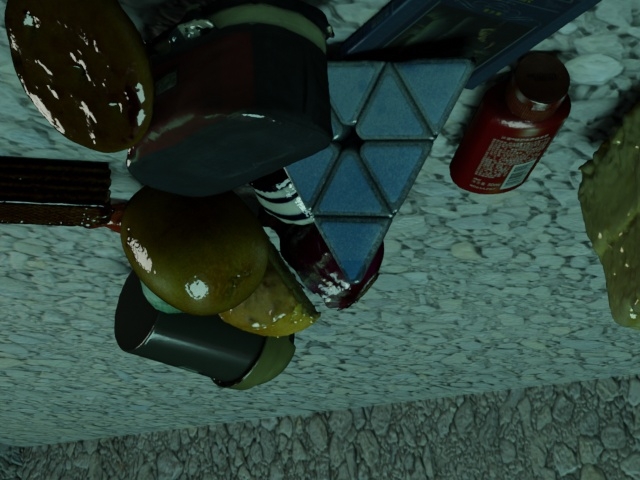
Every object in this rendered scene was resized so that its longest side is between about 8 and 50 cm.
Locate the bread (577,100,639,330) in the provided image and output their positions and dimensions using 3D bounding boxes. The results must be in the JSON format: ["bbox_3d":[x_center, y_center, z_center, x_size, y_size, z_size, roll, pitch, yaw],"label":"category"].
[{"bbox_3d":[0.576,-0.040,1.732,0.390,0.279,0.371,5,151,-13],"label":"bread"}]

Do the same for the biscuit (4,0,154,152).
[{"bbox_3d":[-0.261,-0.188,1.419,0.212,0.212,0.036,-22,-167,47],"label":"biscuit"}]

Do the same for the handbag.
[{"bbox_3d":[-0.110,-0.169,1.477,0.181,0.181,0.254,16,153,-40],"label":"handbag"}]

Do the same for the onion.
[{"bbox_3d":[0.000,0.000,2.102,0.140,0.218,0.195,-50,177,16],"label":"onion"}]

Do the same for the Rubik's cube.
[{"bbox_3d":[0.063,-0.130,1.632,0.233,0.228,0.228,-28,130,-11],"label":"Rubik's cube"}]

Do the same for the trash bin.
[{"bbox_3d":[-0.194,0.156,2.442,0.334,0.214,0.214,20,153,-32],"label":"trash bin"}]

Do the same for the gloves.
[{"bbox_3d":[-0.020,-0.072,1.880,0.140,0.131,0.219,-7,152,25],"label":"gloves"}]

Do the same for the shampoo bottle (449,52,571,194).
[{"bbox_3d":[0.252,-0.147,1.743,0.118,0.076,0.314,1,162,-5],"label":"shampoo bottle"}]

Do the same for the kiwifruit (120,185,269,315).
[{"bbox_3d":[-0.189,0.000,1.945,0.234,0.196,0.196,39,-176,31],"label":"kiwifruit"}]

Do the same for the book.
[{"bbox_3d":[0.167,-0.248,1.507,0.191,0.025,0.269,8,160,-26],"label":"book"}]

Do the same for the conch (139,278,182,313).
[{"bbox_3d":[-0.221,0.052,2.219,0.188,0.122,0.176,-11,153,-35],"label":"conch"}]

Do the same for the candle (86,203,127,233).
[{"bbox_3d":[-0.248,-0.027,2.120,0.329,0.048,0.051,7,152,-25],"label":"candle"}]

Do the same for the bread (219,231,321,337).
[{"bbox_3d":[-0.107,0.068,2.075,0.139,0.229,0.143,-44,140,11],"label":"bread"}]

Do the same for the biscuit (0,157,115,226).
[{"bbox_3d":[-0.493,-0.073,1.922,0.389,0.073,0.107,3,163,-13],"label":"biscuit"}]
